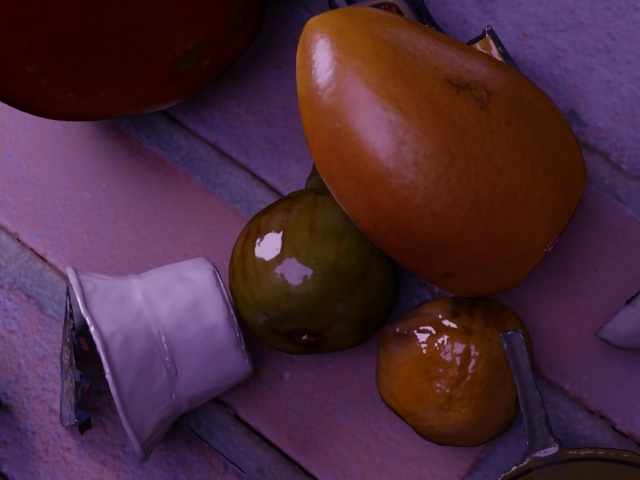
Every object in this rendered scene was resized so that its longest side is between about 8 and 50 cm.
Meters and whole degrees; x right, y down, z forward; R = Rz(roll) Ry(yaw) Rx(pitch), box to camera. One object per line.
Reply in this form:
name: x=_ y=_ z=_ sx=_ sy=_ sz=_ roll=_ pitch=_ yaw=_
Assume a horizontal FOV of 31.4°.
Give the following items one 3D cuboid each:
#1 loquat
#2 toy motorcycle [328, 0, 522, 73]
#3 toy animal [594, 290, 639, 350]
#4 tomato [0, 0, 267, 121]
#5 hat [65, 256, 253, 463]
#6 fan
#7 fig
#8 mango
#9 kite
loquat: x=0.110 y=0.107 z=0.951 sx=0.137 sy=0.113 sz=0.137 roll=5 pitch=99 yaw=34
toy motorcycle: x=0.061 y=-0.211 z=1.037 sx=0.157 sy=0.091 sz=0.263 roll=-28 pitch=74 yaw=3
toy animal: x=0.330 y=0.110 z=0.878 sx=0.131 sy=0.104 sz=0.221 roll=-41 pitch=71 yaw=6
tomato: x=-0.205 y=-0.274 z=1.019 sx=0.325 sy=0.290 sz=0.293 roll=-20 pitch=74 yaw=30
hat: x=-0.134 y=0.089 z=1.006 sx=0.126 sy=0.203 sz=0.203 roll=-20 pitch=73 yaw=-8
fan: x=0.198 y=0.228 z=0.896 sx=0.230 sy=0.011 sz=0.335 roll=-16 pitch=95 yaw=5
fig: x=-0.013 y=0.009 z=1.000 sx=0.142 sy=0.148 sz=0.186 roll=-24 pitch=39 yaw=13
mango: x=0.082 y=-0.078 z=0.911 sx=0.257 sy=0.138 sz=0.187 roll=32 pitch=87 yaw=-11
kite: x=-0.218 y=0.112 z=1.005 sx=0.015 sy=0.245 sz=0.141 roll=-1 pitch=92 yaw=-16
